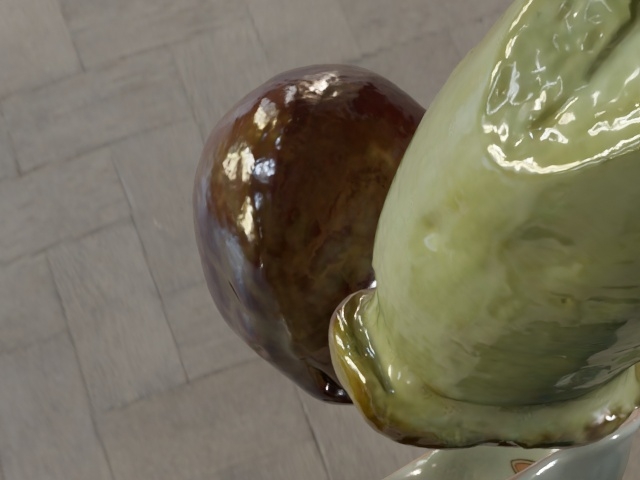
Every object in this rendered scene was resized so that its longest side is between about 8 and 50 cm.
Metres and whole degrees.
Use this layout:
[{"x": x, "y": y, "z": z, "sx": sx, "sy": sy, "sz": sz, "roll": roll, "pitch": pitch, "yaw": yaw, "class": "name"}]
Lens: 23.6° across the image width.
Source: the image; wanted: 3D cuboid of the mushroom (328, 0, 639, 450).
[{"x": 0.087, "y": -0.031, "z": 0.371, "sx": 0.107, "sy": 0.333, "sz": 0.087, "roll": -2, "pitch": 65, "yaw": -18, "class": "mushroom"}]

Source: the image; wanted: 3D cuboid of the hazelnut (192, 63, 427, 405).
[{"x": 0.000, "y": 0.000, "z": 1.078, "sx": 0.218, "sy": 0.234, "sz": 0.218, "roll": -27, "pitch": 31, "yaw": 18, "class": "hazelnut"}]

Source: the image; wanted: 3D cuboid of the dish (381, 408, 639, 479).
[{"x": 0.144, "y": 0.185, "z": 1.115, "sx": 0.229, "sy": 0.229, "sz": 0.081, "roll": -23, "pitch": 91, "yaw": -7, "class": "dish"}]
